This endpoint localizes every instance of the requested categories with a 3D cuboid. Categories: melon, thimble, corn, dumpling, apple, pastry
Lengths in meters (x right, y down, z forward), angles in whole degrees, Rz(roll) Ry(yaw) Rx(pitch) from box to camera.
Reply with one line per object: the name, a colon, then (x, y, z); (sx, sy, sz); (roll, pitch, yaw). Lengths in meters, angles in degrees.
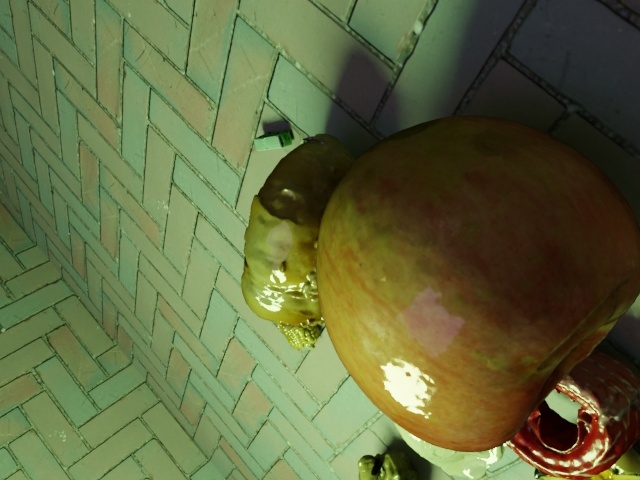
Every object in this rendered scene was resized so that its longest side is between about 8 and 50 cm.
melon: (0.419, 0.345, 0.813); (0.160, 0.079, 0.128); (-22, 117, 38)
thimble: (0.334, 0.229, 0.749); (0.190, 0.125, 0.163); (9, 104, 48)
corn: (-0.078, 0.144, 1.210); (0.080, 0.080, 0.238); (-22, 100, 53)
dumpling: (0.222, 0.287, 0.945); (0.193, 0.147, 0.258); (-45, 73, 21)
apple: (0.162, 0.033, 0.633); (0.364, 0.364, 0.364); (28, 135, 33)
pastry: (0.000, 0.000, 0.864); (0.184, 0.284, 0.315); (23, 127, 12)

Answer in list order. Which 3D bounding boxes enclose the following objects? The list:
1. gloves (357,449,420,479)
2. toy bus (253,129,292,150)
gloves: (0.154, 0.555, 1.206); (0.331, 0.141, 0.154); (102, 150, -55)
toy bus: (-0.090, -0.186, 1.013); (0.083, 0.037, 0.031); (4, 119, 47)
